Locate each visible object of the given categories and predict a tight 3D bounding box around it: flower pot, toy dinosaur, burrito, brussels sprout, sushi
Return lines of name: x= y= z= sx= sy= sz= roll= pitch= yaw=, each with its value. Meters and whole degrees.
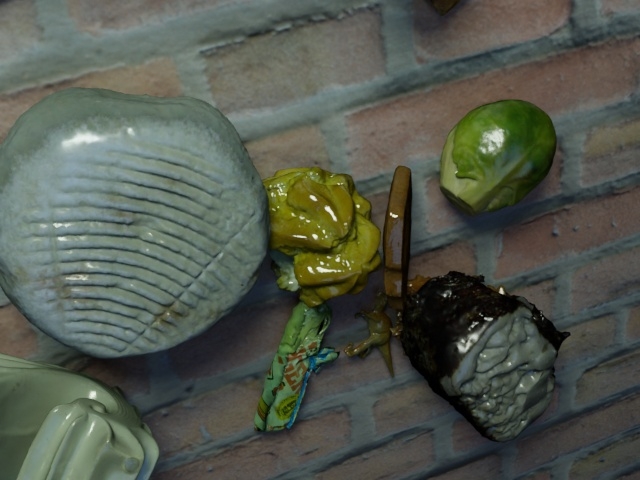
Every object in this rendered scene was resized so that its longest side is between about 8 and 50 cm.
flower pot: x=-0.407 y=0.244 z=0.946 sx=0.367 sy=0.254 sz=0.164 roll=23 pitch=89 yaw=-30
toy dinosaur: x=0.111 y=0.161 z=1.245 sx=0.162 sy=0.039 sz=0.126 roll=32 pitch=103 yaw=-35
burrito: x=-0.032 y=0.211 z=1.207 sx=0.104 sy=0.054 sz=0.288 roll=6 pitch=117 yaw=-25
brussels sprout: x=0.257 y=-0.123 z=1.070 sx=0.181 sy=0.144 sz=0.161 roll=-41 pitch=162 yaw=-9
sushi: x=0.278 y=0.183 z=1.232 sx=0.234 sy=0.207 sz=0.348 roll=-41 pitch=132 yaw=-9

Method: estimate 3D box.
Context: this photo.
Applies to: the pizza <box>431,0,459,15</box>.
pizza: x=0.143 y=-0.400 z=0.900 sx=0.193 sy=0.053 sz=0.201 roll=14 pitch=125 yaw=-30

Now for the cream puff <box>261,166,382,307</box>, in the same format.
cream puff: x=0.005 y=-0.003 z=1.019 sx=0.195 sy=0.194 sz=0.221 roll=-30 pitch=129 yaw=-2

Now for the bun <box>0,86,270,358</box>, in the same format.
bun: x=-0.235 y=-0.022 z=0.895 sx=0.354 sy=0.194 sz=0.354 roll=-10 pitch=120 yaw=-18

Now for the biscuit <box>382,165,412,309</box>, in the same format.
biscuit: x=0.112 y=0.011 z=1.078 sx=0.034 sy=0.182 sz=0.215 roll=4 pitch=128 yaw=11
